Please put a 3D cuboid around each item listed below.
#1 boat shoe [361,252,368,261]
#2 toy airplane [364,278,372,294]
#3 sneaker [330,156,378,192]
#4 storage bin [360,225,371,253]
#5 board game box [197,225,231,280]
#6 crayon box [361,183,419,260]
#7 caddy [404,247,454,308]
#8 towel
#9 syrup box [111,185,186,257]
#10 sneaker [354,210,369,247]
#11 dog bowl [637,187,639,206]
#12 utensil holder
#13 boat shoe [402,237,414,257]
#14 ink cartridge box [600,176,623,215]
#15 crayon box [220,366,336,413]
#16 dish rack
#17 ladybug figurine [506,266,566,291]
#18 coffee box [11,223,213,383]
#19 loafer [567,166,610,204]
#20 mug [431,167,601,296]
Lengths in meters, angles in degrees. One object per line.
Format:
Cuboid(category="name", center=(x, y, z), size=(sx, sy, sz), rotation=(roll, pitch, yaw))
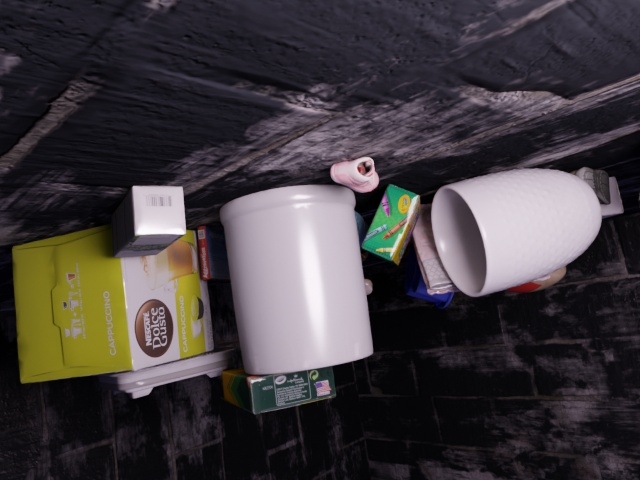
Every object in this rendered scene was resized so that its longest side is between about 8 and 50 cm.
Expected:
Cuboid(category="boat shoe", center=(0.036, 0.086, 2.269), size=(0.342, 0.123, 0.123), rotation=(-14, 172, -5))
Cuboid(category="toy airplane", center=(-0.043, 0.210, 1.881), size=(0.385, 0.386, 0.272), rotation=(25, -143, 4))
Cuboid(category="sneaker", center=(0.087, -0.125, 0.985), size=(0.070, 0.050, 0.134), rotation=(-8, 170, 41))
Cuboid(category="storage bin", center=(0.112, 0.006, 1.869), size=(0.122, 0.084, 0.180), rotation=(-7, 173, -13))
Cuboid(category="board game box", center=(-0.281, 0.046, 1.503), size=(0.027, 0.144, 0.281), rotation=(-7, 172, 11))
Cuboid(category="crayon box", center=(0.187, -0.030, 1.317), size=(0.081, 0.165, 0.278), rotation=(23, 179, 13))
Cuboid(category="caddy", center=(0.434, 0.078, 1.910), size=(0.179, 0.340, 0.241), rotation=(10, 171, -3))
Cuboid(category="towel", center=(0.426, -0.004, 1.439), size=(0.332, 0.316, 0.053), rotation=(-8, 138, 3))
Cuboid(category="syrup box", center=(-0.348, -0.032, 1.028), size=(0.093, 0.096, 0.237), rotation=(-2, 170, -31))
Cuboid(category="sneaker", center=(0.000, 0.000, 1.549), size=(0.319, 0.127, 0.208), rotation=(-10, 171, 18))
Cuboid(category="dog bowl", center=(0.873, -0.183, 1.064), size=(0.409, 0.150, 0.408), rotation=(-8, 173, -1))
Cuboid(category="utensil holder", center=(-0.050, 0.096, 1.222), size=(0.328, 0.385, 0.327), rotation=(-9, 173, -1))
Cuboid(category="boat shoe", center=(0.297, -0.007, 1.954), size=(0.105, 0.110, 0.307), rotation=(2, 163, -5))
Cuboid(category="ink cartridge box", center=(0.777, -0.106, 1.643), size=(0.202, 0.116, 0.278), rotation=(-8, 173, -3))
Cuboid(category="crayon box", center=(-0.121, 0.349, 1.271), size=(0.202, 0.081, 0.319), rotation=(-4, 171, -25))
Cuboid(category="dish rack", center=(-0.416, 0.353, 1.392), size=(0.333, 0.072, 0.286), rotation=(-7, 172, -37))
Cuboid(category="ladybug figurine", center=(0.543, 0.037, 1.625), size=(0.450, 0.161, 0.305), rotation=(23, -152, -6))
Cuboid(category="coffee box", center=(-0.519, 0.156, 1.324), size=(0.339, 0.337, 0.334), rotation=(-11, 173, 19))
Cuboid(category="loafer", center=(0.728, -0.149, 1.424), size=(0.251, 0.094, 0.088), rotation=(11, 167, -44))
Cuboid(category="mug", center=(0.466, -0.054, 1.288), size=(0.328, 0.276, 0.374), rotation=(-15, -157, -9))
